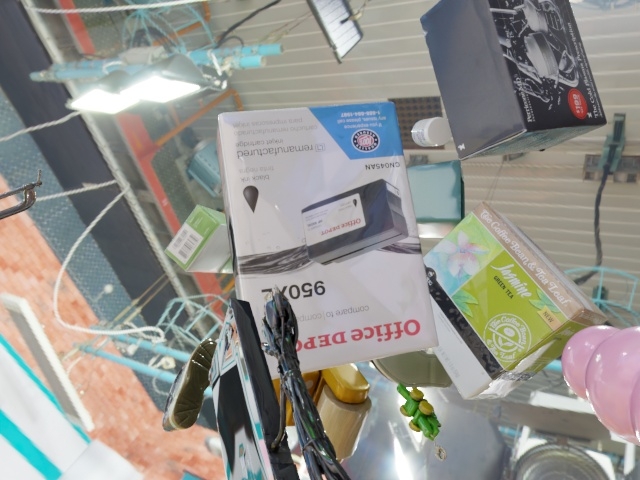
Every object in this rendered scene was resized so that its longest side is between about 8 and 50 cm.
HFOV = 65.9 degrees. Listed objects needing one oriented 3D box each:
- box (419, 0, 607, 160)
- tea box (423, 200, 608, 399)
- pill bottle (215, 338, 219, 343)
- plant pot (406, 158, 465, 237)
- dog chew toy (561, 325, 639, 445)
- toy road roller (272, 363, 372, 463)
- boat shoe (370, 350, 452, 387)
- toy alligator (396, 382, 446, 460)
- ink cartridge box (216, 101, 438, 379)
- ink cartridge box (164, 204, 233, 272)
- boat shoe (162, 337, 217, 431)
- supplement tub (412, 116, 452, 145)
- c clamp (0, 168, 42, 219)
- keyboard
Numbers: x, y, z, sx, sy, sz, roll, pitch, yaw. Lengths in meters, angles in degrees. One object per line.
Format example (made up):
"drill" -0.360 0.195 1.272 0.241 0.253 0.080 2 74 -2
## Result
"box" 0.430 -0.376 1.101 0.179 0.312 0.344 -22 -98 58
"tea box" 0.410 0.148 1.173 0.323 0.220 0.329 -48 -129 20
"pill bottle" -0.258 0.327 1.345 0.116 0.065 0.065 46 -41 9
"plant pot" 0.262 -0.102 1.326 0.234 0.166 0.165 -2 -16 20
"dog chew toy" 0.492 0.218 0.716 0.207 0.206 0.332 53 -9 -16
"toy road roller" -0.057 0.355 1.173 0.329 0.240 0.203 41 -63 56
"boat shoe" 0.219 0.324 1.310 0.340 0.127 0.113 19 -22 -41
"toy alligator" 0.205 0.344 0.947 0.051 0.190 0.056 15 -70 -26
"ink cartridge box" 0.000 0.000 0.798 0.166 0.285 0.395 143 -61 -75
"ink cartridge box" -0.205 0.005 0.983 0.062 0.209 0.109 39 -85 15
"boat shoe" -0.280 0.305 1.059 0.073 0.224 0.080 -27 -62 26
"supplement tub" 0.282 -0.275 1.255 0.071 0.071 0.107 50 -1 -13
"c clamp" -0.664 -0.086 1.041 0.022 0.160 0.137 52 -32 6
"keyboard" -0.033 0.167 0.373 0.033 0.317 0.202 3 -52 -26
